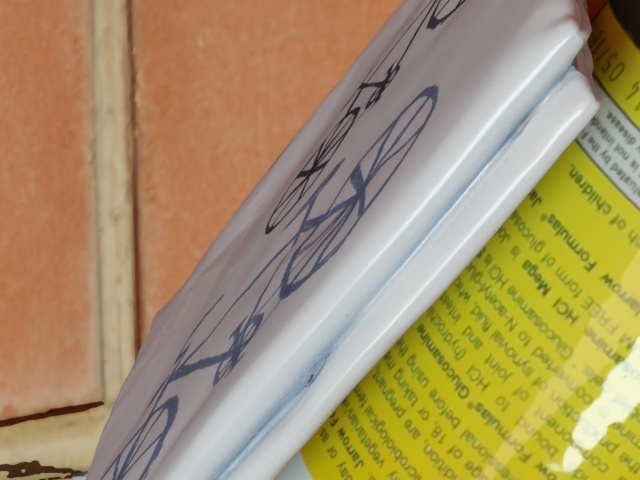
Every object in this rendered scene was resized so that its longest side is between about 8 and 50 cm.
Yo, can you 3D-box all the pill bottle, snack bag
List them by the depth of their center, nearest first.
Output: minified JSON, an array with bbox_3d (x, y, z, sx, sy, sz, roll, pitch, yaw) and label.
[{"bbox_3d":[0.102,0.063,0.721,0.334,0.188,0.188,-52,57,18],"label":"pill bottle"},{"bbox_3d":[0.000,0.000,0.775,0.037,0.342,0.323,36,110,-9],"label":"snack bag"}]
